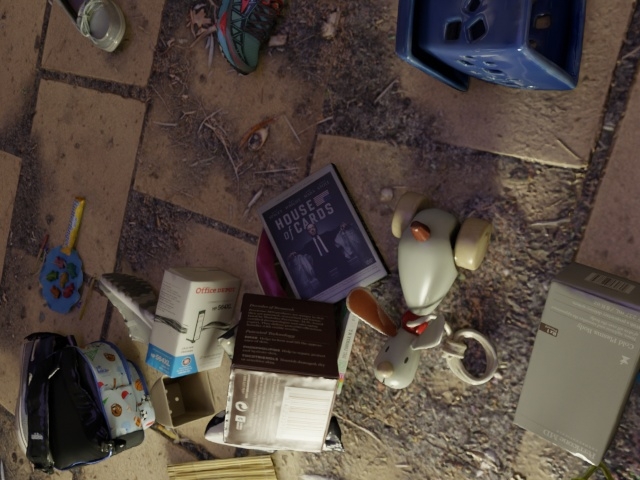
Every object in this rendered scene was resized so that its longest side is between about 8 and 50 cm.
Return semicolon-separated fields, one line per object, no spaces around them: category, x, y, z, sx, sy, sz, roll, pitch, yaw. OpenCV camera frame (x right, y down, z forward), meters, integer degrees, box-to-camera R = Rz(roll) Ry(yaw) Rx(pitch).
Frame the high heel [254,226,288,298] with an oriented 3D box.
high heel;-0.075;0.081;1.104;0.117;0.082;0.244;5;73;-4

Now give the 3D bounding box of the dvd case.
dvd case;0.000;0.000;1.044;0.179;0.029;0.239;-30;75;16

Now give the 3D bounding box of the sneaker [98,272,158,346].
sneaker;-0.428;0.174;1.287;0.281;0.105;0.115;36;107;27

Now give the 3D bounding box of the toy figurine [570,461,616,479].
toy figurine;0.339;0.520;0.788;0.362;0.217;0.191;-34;46;-18

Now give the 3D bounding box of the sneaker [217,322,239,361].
sneaker;-0.156;0.217;1.103;0.057;0.161;0.075;-35;74;-15

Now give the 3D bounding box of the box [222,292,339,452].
box;-0.067;0.219;0.948;0.167;0.203;0.169;7;117;-6

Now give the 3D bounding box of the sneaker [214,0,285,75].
sneaker;-0.133;-0.468;1.121;0.125;0.104;0.262;3;91;30

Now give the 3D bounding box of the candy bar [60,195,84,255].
candy bar;-0.658;-0.041;1.484;0.040;0.018;0.162;19;95;31

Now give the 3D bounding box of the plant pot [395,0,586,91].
plant pot;0.245;-0.346;0.812;0.212;0.236;0.236;5;92;39

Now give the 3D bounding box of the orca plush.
orca plush;-0.087;0.340;1.075;0.287;0.151;0.102;-15;50;34

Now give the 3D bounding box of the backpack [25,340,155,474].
backpack;-0.527;0.365;1.286;0.276;0.213;0.263;-22;85;24

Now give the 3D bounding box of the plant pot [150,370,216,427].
plant pot;-0.309;0.344;1.215;0.096;0.109;0.109;-26;75;43

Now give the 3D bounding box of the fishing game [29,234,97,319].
fishing game;-0.708;0.104;1.506;0.264;0.041;0.189;33;103;29

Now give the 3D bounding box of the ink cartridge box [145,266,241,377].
ink cartridge box;-0.261;0.163;1.157;0.086;0.148;0.203;19;99;32

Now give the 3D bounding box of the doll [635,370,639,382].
doll;0.444;0.135;0.773;0.189;0.046;0.129;45;118;24

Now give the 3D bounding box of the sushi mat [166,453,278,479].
sushi mat;-0.203;0.540;1.187;0.316;0.019;0.151;-18;80;31

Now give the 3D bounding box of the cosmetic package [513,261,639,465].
cosmetic package;0.359;0.164;0.757;0.127;0.107;0.238;20;114;36

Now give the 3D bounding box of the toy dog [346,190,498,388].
toy dog;0.153;0.082;0.891;0.220;0.161;0.334;-3;87;32

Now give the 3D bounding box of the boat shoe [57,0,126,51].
boat shoe;-0.603;-0.597;1.419;0.118;0.103;0.320;-47;66;22

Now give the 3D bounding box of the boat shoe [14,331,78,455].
boat shoe;-0.694;0.399;1.434;0.158;0.127;0.341;-16;79;38

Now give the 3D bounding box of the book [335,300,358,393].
book;0.040;0.189;0.999;0.035;0.096;0.144;14;95;-4
